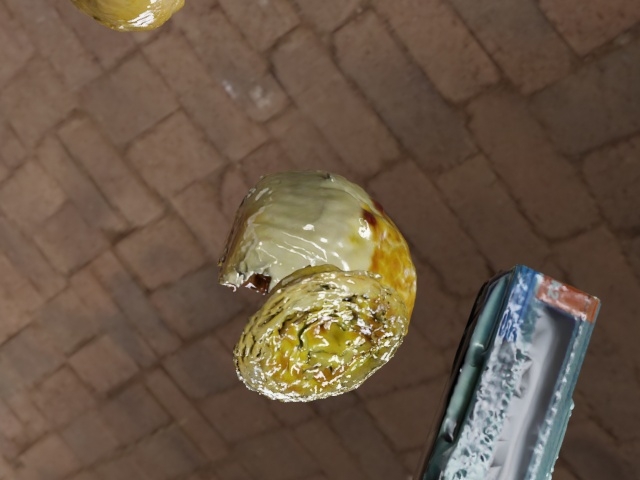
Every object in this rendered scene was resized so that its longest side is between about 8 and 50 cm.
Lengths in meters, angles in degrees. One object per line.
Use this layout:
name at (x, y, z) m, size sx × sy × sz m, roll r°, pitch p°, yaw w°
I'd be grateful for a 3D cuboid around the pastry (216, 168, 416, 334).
pastry at (0.007, 0.003, 1.564) m, size 0.237 × 0.256 × 0.170 m, roll 13°, pitch 102°, yaw -8°

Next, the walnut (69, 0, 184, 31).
walnut at (-0.152, -0.183, 0.926) m, size 0.121 × 0.052 × 0.091 m, roll 31°, pitch 164°, yaw 32°

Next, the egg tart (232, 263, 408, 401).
egg tart at (-0.004, 0.060, 0.919) m, size 0.049 × 0.129 × 0.129 m, roll -118°, pitch 22°, yaw -43°

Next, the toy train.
toy train at (0.086, 0.216, 0.870) m, size 0.089 × 0.409 × 0.086 m, roll 22°, pitch 163°, yaw -4°
